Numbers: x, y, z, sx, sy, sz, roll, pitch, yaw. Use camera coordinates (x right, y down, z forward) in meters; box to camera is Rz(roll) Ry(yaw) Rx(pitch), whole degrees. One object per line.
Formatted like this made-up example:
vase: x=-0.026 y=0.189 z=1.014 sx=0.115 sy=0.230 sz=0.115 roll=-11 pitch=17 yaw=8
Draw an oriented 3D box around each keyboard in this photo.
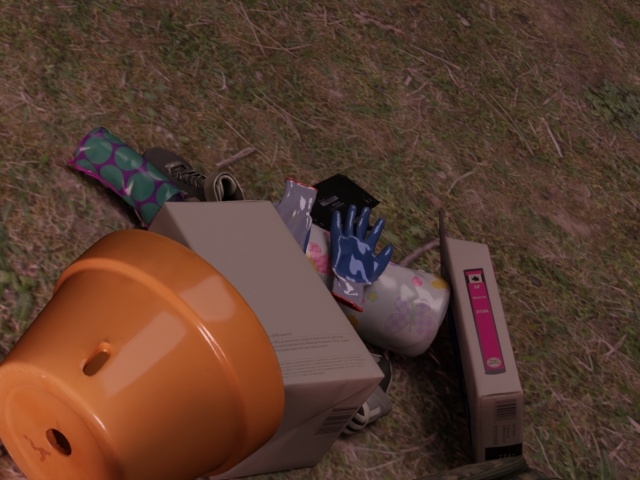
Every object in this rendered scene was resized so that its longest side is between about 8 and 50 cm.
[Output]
keyboard: x=0.022 y=-0.041 z=2.520 sx=0.108 sy=0.023 sz=0.180 roll=38 pitch=33 yaw=17

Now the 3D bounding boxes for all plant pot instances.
plant pot: x=-0.212 y=0.162 z=1.844 sx=0.291 sy=0.291 sz=0.203 roll=41 pitch=49 yaw=10

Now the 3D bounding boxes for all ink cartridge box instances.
ink cartridge box: x=0.211 y=0.138 z=2.315 sx=0.069 sy=0.175 sz=0.371 roll=-8 pitch=41 yaw=-2

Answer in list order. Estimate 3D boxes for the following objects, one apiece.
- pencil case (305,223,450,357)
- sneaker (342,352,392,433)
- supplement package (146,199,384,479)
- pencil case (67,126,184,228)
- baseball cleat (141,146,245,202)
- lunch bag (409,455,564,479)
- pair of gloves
pencil case: x=0.038 y=0.057 z=2.312 sx=0.273 sy=0.113 sz=0.124 roll=23 pitch=74 yaw=-13
sneaker: x=0.015 y=0.144 z=2.233 sx=0.132 sy=0.086 sz=0.228 roll=-9 pitch=62 yaw=-53
supplement package: x=-0.094 y=0.113 z=2.074 sx=0.175 sy=0.177 sz=0.293 roll=-2 pitch=48 yaw=-42
pencil case: x=-0.255 y=-0.081 z=2.286 sx=0.152 sy=0.064 sz=0.070 roll=40 pitch=76 yaw=9
baseball cleat: x=-0.160 y=-0.075 z=2.319 sx=0.072 sy=0.109 sz=0.206 roll=-28 pitch=64 yaw=-39
lunch bag: x=0.159 y=0.362 z=1.952 sx=0.256 sy=0.212 sz=0.305 roll=11 pitch=12 yaw=42
pair of gloves: x=0.000 y=0.000 z=2.241 sx=0.198 sy=0.023 sz=0.159 roll=26 pitch=52 yaw=-12
